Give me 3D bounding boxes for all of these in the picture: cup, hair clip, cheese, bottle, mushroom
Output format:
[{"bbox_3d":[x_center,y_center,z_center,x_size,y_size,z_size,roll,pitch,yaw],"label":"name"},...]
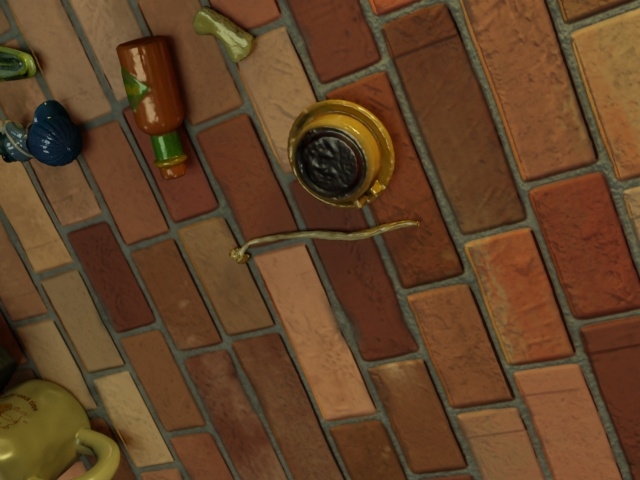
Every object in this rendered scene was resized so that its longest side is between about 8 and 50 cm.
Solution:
[{"bbox_3d":[-0.472,0.370,1.407,0.255,0.202,0.173,32,121,7],"label":"cup"},{"bbox_3d":[-0.479,-0.255,1.227,0.189,0.033,0.060,7,113,24],"label":"hair clip"},{"bbox_3d":[-0.122,-0.257,1.069,0.083,0.030,0.044,33,116,0],"label":"cheese"},{"bbox_3d":[-0.214,-0.172,1.126,0.069,0.069,0.187,-3,112,25],"label":"bottle"},{"bbox_3d":[-0.002,-0.005,1.138,0.286,0.026,0.028,-12,123,26],"label":"mushroom"}]

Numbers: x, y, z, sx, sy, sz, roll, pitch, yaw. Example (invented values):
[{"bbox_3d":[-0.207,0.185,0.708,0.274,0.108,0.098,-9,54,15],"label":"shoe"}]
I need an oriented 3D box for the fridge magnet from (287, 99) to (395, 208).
[{"bbox_3d":[0.022,-0.104,1.055,0.143,0.063,0.143,11,120,19],"label":"fridge magnet"}]

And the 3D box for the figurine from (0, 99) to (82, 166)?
[{"bbox_3d":[-0.411,-0.144,1.225,0.149,0.087,0.086,-8,146,28],"label":"figurine"}]

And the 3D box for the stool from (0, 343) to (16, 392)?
[{"bbox_3d":[-0.708,0.191,1.387,0.330,0.297,0.297,38,122,0],"label":"stool"}]
